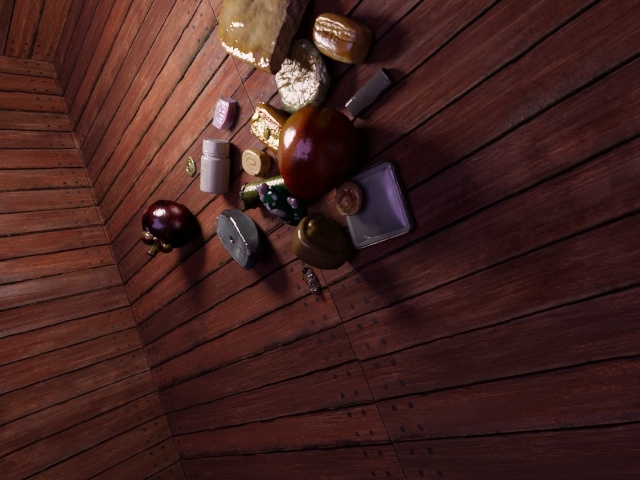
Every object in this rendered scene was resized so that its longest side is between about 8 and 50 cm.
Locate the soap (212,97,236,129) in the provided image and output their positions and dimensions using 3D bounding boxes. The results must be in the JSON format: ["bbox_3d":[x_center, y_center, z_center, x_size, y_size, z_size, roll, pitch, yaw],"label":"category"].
[{"bbox_3d":[-0.454,-0.606,2.031,0.100,0.056,0.149,38,122,29],"label":"soap"}]

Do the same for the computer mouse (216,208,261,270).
[{"bbox_3d":[-0.377,-0.009,2.043,0.374,0.114,0.203,48,130,35],"label":"computer mouse"}]

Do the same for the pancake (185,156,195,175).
[{"bbox_3d":[-0.716,-0.406,2.343,0.108,0.017,0.107,14,110,45],"label":"pancake"}]

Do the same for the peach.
[{"bbox_3d":[-0.018,-0.308,1.517,0.308,0.308,0.332,34,113,34],"label":"peach"}]

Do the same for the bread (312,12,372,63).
[{"bbox_3d":[0.068,-0.707,1.487,0.236,0.106,0.139,38,124,32],"label":"bread"}]

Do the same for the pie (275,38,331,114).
[{"bbox_3d":[-0.076,-0.625,1.648,0.307,0.071,0.306,17,114,44],"label":"pie"}]

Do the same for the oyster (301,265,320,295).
[{"bbox_3d":[-0.042,0.170,1.821,0.132,0.029,0.086,38,122,33],"label":"oyster"}]

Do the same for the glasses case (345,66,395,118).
[{"bbox_3d":[0.170,-0.510,1.479,0.191,0.042,0.072,-35,82,42],"label":"glasses case"}]

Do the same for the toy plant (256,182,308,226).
[{"bbox_3d":[-0.152,-0.146,1.705,0.233,0.112,0.243,30,165,7],"label":"toy plant"}]

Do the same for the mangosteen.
[{"bbox_3d":[-0.847,-0.080,2.344,0.297,0.293,0.296,20,122,36],"label":"mangosteen"}]

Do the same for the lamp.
[{"bbox_3d":[0.191,-0.123,1.531,0.267,0.047,0.268,-21,84,44],"label":"lamp"}]

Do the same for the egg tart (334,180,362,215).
[{"bbox_3d":[0.105,-0.151,1.538,0.131,0.052,0.130,11,106,43],"label":"egg tart"}]

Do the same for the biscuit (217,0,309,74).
[{"bbox_3d":[-0.229,-0.902,1.648,0.446,0.104,0.429,36,103,31],"label":"biscuit"}]

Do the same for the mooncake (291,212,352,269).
[{"bbox_3d":[0.000,0.000,1.615,0.234,0.235,0.117,55,131,20],"label":"mooncake"}]

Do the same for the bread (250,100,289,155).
[{"bbox_3d":[-0.170,-0.449,1.757,0.288,0.119,0.152,44,121,28],"label":"bread"}]

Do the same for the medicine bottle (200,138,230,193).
[{"bbox_3d":[-0.510,-0.362,2.074,0.145,0.145,0.251,25,117,37],"label":"medicine bottle"}]

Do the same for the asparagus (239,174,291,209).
[{"bbox_3d":[-0.211,-0.215,1.849,0.382,0.108,0.128,-6,115,41],"label":"asparagus"}]

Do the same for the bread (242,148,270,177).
[{"bbox_3d":[-0.286,-0.347,1.920,0.149,0.073,0.122,36,126,35],"label":"bread"}]
